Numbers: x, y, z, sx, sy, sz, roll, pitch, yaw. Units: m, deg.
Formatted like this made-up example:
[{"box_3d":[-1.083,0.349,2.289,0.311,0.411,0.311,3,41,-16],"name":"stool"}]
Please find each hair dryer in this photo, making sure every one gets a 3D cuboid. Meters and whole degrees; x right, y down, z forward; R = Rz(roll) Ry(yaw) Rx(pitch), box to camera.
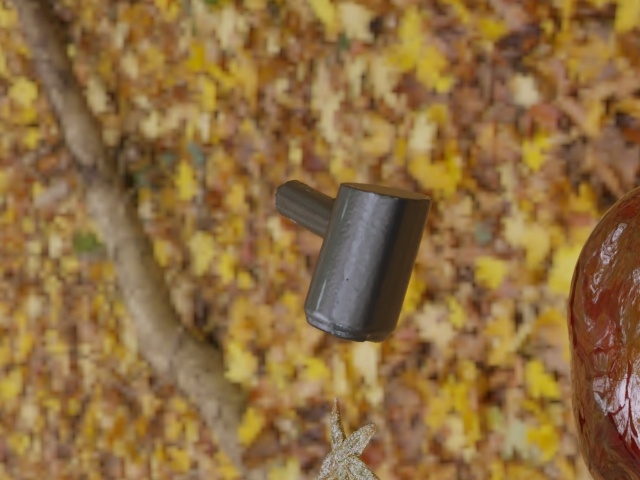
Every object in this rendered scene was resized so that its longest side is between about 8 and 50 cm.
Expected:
[{"box_3d":[0.000,-0.002,1.311,0.248,0.070,0.114,26,101,65],"name":"hair dryer"}]

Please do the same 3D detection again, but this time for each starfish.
[{"box_3d":[0.017,0.168,1.299,0.092,0.016,0.086,-47,51,37],"name":"starfish"}]

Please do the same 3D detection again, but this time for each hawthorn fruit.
[{"box_3d":[0.228,0.088,0.952,0.208,0.208,0.248,-15,48,61],"name":"hawthorn fruit"}]
